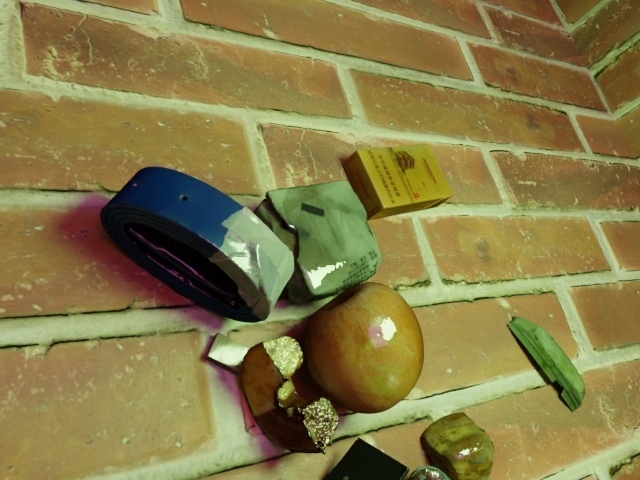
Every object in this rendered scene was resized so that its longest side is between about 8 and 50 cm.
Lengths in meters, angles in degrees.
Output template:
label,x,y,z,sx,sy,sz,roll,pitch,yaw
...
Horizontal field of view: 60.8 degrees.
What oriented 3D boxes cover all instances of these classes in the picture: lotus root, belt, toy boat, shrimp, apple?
label,x,y,z,sx,sy,sz,roll,pitch,yaw
lotus root,0.302,0.451,1.171,0.135,0.095,0.159,-4,62,-31
belt,-0.218,0.007,0.998,0.347,0.212,0.117,34,49,-7
toy boat,0.620,0.323,1.471,0.293,0.055,0.093,53,47,2
shrimp,0.266,0.549,1.105,0.232,0.079,0.090,51,11,-6
apple,0.089,0.211,1.074,0.254,0.253,0.253,16,57,-26

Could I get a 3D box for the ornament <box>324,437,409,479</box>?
label,x,y,z,sx,sy,sz,roll,pitch,yaw
ornament,0.110,0.499,0.998,0.153,0.166,0.196,-45,113,-20

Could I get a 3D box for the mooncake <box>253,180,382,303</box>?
label,x,y,z,sx,sy,sz,roll,pitch,yaw
mooncake,-0.001,0.002,1.191,0.255,0.136,0.250,-13,71,-32

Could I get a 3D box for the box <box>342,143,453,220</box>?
label,x,y,z,sx,sy,sz,roll,pitch,yaw
box,0.212,-0.162,1.463,0.274,0.076,0.174,-12,73,-37

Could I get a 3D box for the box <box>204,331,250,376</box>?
label,x,y,z,sx,sy,sz,roll,pitch,yaw
box,-0.171,0.217,1.034,0.083,0.024,0.053,33,52,-15

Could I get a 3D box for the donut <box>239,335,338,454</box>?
label,x,y,z,sx,sy,sz,roll,pitch,yaw
donut,-0.063,0.278,1.000,0.085,0.141,0.217,-25,89,-49
